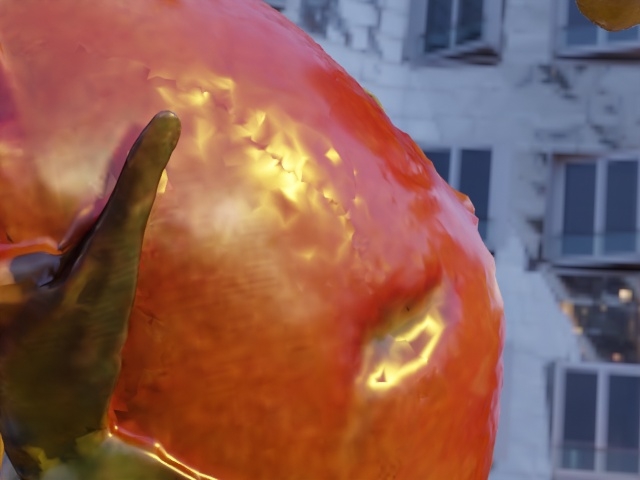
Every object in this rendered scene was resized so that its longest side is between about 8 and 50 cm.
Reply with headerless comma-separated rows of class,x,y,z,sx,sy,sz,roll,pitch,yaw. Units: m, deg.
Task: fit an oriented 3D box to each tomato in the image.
tomato,-0.025,0.019,0.556,0.170,0.309,0.309,-9,-17,-3

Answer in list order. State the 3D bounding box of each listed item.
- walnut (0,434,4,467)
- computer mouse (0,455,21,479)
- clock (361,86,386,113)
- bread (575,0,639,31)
walnut,-0.303,0.068,0.724,0.313,0.252,0.277,45,15,-2
computer mouse,-0.155,0.192,0.851,0.056,0.245,0.126,7,12,-24
clock,0.000,0.000,1.086,0.049,0.226,0.226,8,-15,20
bread,0.269,-0.269,1.216,0.161,0.088,0.233,25,-66,-27
